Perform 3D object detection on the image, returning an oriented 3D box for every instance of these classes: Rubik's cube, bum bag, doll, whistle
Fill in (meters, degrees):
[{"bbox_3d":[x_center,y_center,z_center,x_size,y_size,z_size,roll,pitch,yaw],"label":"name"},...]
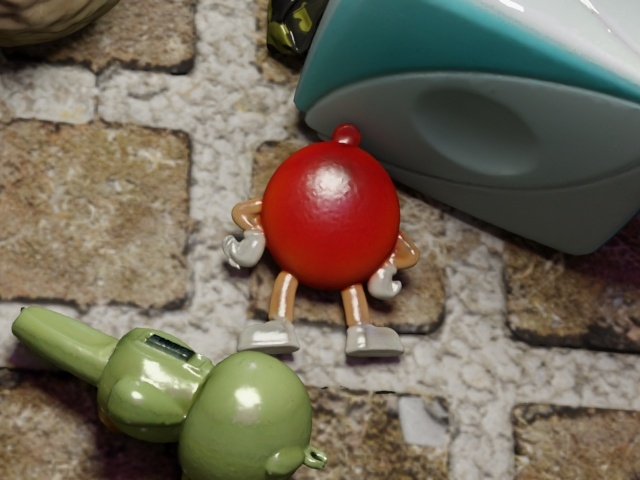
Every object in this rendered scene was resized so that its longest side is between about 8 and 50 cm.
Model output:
[{"bbox_3d":[0.207,-0.235,1.776,0.352,0.351,0.347,28,64,-2],"label":"Rubik's cube"},{"bbox_3d":[-0.021,-0.286,1.886,0.060,0.106,0.233,13,61,-33],"label":"bum bag"},{"bbox_3d":[0.000,0.000,1.776,0.183,0.085,0.217,2,83,-10],"label":"doll"},{"bbox_3d":[-0.133,0.147,1.671,0.294,0.141,0.141,12,63,14],"label":"whistle"}]

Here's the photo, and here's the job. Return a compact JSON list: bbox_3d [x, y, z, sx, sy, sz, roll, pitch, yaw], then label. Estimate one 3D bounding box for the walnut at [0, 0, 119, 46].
[{"bbox_3d":[-0.279,-0.305,1.764,0.248,0.248,0.248,5,65,-11],"label":"walnut"}]
